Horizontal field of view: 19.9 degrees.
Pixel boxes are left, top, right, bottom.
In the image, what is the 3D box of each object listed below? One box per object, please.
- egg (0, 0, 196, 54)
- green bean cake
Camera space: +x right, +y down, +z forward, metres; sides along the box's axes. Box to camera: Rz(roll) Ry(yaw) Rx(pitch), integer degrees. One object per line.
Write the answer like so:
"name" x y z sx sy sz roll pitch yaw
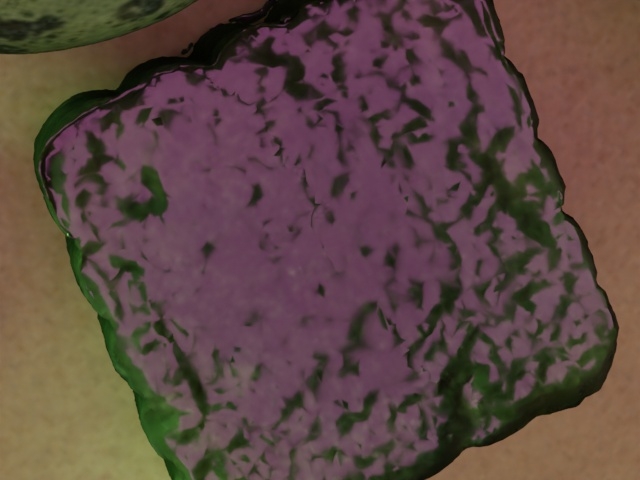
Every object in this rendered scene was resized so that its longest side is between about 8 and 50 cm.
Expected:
"egg" -0.098 -0.129 0.624 0.172 0.132 0.132 3 103 -25
"green bean cake" 0.000 0.000 0.697 0.183 0.094 0.185 -25 107 -6
